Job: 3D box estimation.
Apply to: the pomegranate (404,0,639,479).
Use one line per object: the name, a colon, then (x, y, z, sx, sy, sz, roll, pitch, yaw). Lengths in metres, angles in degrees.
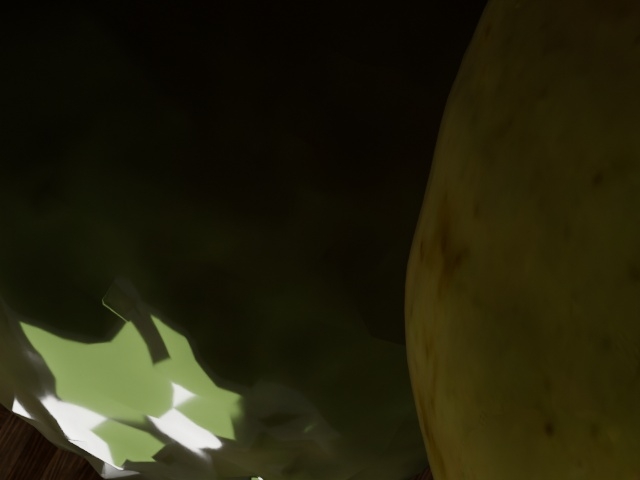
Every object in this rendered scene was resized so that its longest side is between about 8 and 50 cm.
pomegranate: (0.199, 0.011, 0.448, 0.342, 0.343, 0.342, 29, 178, 1)

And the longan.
longan: (-0.023, -0.061, 0.921, 0.404, 0.404, 0.436, 29, -155, 15)
